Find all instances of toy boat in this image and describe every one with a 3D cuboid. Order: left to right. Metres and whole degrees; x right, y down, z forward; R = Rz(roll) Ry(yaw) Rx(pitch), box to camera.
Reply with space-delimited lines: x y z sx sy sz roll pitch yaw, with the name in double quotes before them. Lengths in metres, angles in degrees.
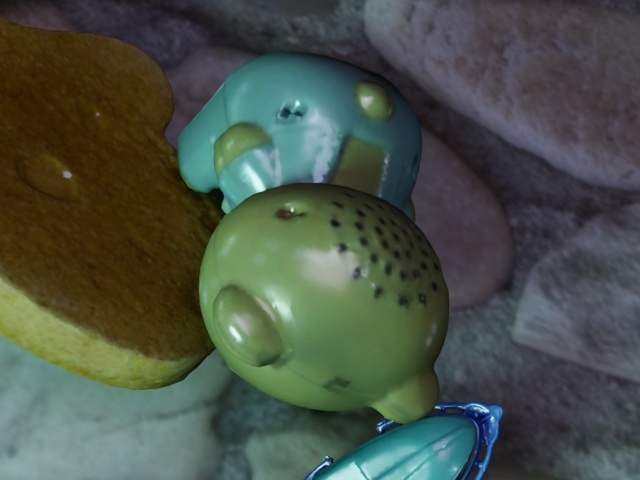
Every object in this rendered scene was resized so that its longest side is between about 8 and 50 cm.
"toy boat" 0.060 0.167 1.037 0.175 0.110 0.091 -39 73 14

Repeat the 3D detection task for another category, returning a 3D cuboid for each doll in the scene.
"doll" 0.000 0.000 1.029 0.177 0.161 0.261 27 41 -29

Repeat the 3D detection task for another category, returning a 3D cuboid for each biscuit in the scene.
"biscuit" -0.193 -0.052 1.056 0.344 0.057 0.287 38 39 -16
